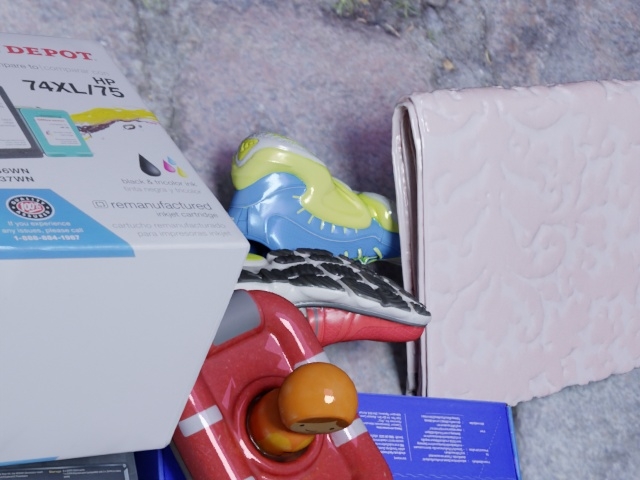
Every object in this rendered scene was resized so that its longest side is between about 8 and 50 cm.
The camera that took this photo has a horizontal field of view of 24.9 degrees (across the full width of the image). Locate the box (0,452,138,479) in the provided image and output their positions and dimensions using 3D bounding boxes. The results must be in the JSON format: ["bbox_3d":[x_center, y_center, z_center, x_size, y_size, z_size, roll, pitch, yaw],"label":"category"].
[{"bbox_3d":[-0.254,0.166,1.090,0.232,0.059,0.183,2,65,-35],"label":"box"}]

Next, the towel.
[{"bbox_3d":[0.207,0.002,1.441,0.332,0.053,0.317,-8,101,-39],"label":"towel"}]

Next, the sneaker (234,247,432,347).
[{"bbox_3d":[-0.040,0.074,1.267,0.279,0.118,0.107,4,21,-22],"label":"sneaker"}]

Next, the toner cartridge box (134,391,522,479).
[{"bbox_3d":[0.012,0.215,1.228,0.348,0.075,0.165,7,65,-27],"label":"toner cartridge box"}]

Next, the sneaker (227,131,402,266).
[{"bbox_3d":[0.000,0.000,1.372,0.240,0.091,0.126,30,77,-29],"label":"sneaker"}]

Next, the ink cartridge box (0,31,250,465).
[{"bbox_3d":[-0.221,-0.002,1.050,0.198,0.197,0.270,-1,38,-37],"label":"ink cartridge box"}]

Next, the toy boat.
[{"bbox_3d":[-0.023,0.138,1.101,0.151,0.151,0.231,-25,83,-35],"label":"toy boat"}]
